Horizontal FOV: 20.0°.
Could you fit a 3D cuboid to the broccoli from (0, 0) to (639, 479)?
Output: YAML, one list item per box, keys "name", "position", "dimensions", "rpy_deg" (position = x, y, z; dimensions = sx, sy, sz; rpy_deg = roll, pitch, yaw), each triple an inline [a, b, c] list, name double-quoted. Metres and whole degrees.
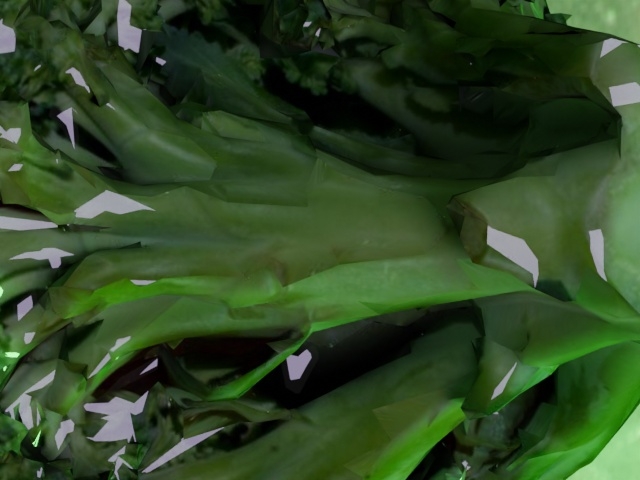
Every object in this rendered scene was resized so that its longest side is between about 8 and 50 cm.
- name: "broccoli"
  position: [0.000, 0.000, 0.566]
  dimensions: [0.308, 0.275, 0.308]
  rpy_deg: [3, 85, -38]
